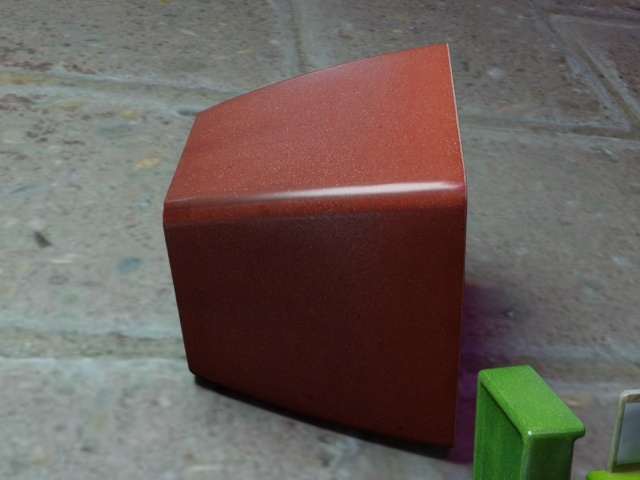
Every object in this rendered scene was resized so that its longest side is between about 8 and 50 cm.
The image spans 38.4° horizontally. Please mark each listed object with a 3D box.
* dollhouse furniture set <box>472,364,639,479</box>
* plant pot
[{"bbox_3d":[0.239,0.208,0.585,0.198,0.151,0.301,-2,19,-11],"label":"dollhouse furniture set"},{"bbox_3d":[0.000,0.000,0.821,0.236,0.267,0.267,-1,35,4],"label":"plant pot"}]
